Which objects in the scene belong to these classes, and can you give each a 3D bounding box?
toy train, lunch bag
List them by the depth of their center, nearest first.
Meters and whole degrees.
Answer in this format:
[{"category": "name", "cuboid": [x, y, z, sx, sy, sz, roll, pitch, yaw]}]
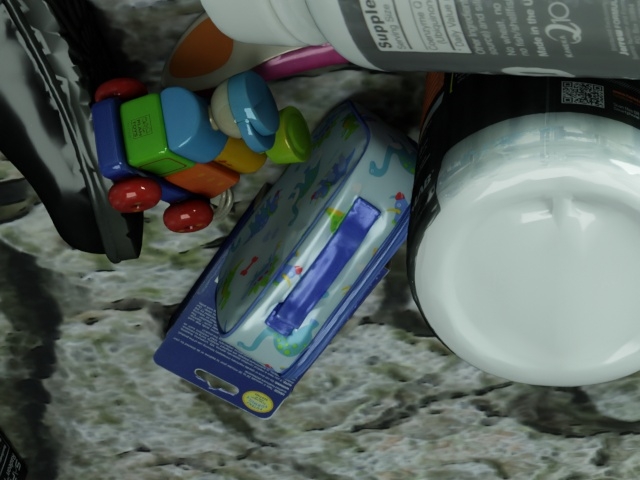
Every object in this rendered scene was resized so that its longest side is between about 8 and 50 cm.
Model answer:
[{"category": "toy train", "cuboid": [-0.069, -0.071, 1.330, 0.143, 0.105, 0.248, -15, 164, 21]}, {"category": "lunch bag", "cuboid": [0.000, 0.000, 1.336, 0.090, 0.176, 0.219, 33, 100, -15]}]

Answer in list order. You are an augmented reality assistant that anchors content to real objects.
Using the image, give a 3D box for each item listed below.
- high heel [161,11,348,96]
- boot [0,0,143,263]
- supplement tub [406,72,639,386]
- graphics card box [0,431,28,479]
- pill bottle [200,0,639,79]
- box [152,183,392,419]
[{"category": "high heel", "cuboid": [-0.014, -0.161, 1.328, 0.244, 0.082, 0.117, -26, 148, 30]}, {"category": "boot", "cuboid": [-0.307, -0.116, 1.345, 0.260, 0.131, 0.348, -15, 112, 10]}, {"category": "supplement tub", "cuboid": [0.175, -0.069, 1.188, 0.207, 0.338, 0.207, 4, 127, 6]}, {"category": "graphics card box", "cuboid": [-0.480, 0.157, 1.596, 0.233, 0.094, 0.371, -16, 123, 19]}, {"category": "pill bottle", "cuboid": [0.108, -0.209, 1.046, 0.361, 0.204, 0.204, 6, 129, 26]}, {"category": "box", "cuboid": [-0.050, 0.062, 1.502, 0.136, 0.036, 0.225, 29, 123, -13]}]
